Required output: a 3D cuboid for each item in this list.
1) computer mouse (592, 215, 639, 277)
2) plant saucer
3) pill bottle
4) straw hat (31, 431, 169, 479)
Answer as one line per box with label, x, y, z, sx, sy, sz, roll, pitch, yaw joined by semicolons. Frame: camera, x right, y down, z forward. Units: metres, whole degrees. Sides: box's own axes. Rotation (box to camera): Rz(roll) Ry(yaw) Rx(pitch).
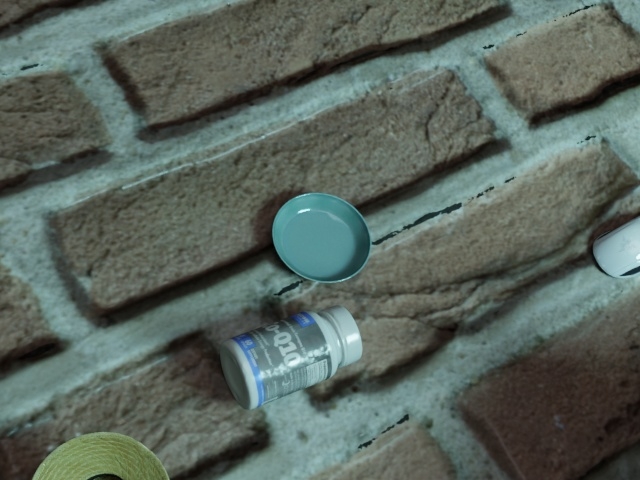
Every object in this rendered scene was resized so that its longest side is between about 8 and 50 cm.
computer mouse;0.439;-0.004;1.193;0.193;0.042;0.106;-19;70;-23
plant saucer;0.000;0.000;1.088;0.119;0.021;0.119;7;61;-12
pill bottle;-0.030;0.120;0.982;0.137;0.078;0.078;-19;69;-23
straw hat;-0.207;0.254;0.873;0.145;0.061;0.144;1;75;-2
